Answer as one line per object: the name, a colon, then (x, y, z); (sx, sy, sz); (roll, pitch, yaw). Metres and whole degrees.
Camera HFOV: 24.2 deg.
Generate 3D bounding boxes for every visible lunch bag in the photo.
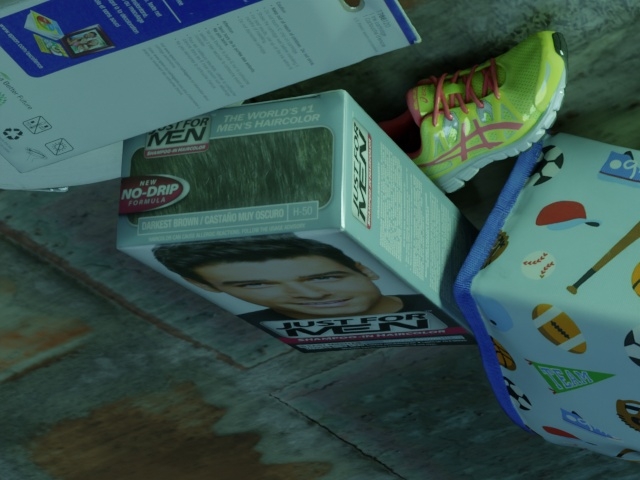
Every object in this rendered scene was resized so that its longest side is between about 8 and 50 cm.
lunch bag: (0.335, 0.101, 1.344); (0.328, 0.239, 0.385); (14, 148, 30)

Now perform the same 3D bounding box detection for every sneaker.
sneaker: (0.120, -0.109, 1.236); (0.094, 0.081, 0.208); (21, 139, -28)

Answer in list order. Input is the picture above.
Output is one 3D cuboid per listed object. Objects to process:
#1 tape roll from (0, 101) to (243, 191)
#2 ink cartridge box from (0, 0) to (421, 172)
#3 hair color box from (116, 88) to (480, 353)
tape roll: (-0.229, -0.178, 1.113); (0.392, 0.072, 0.392); (-3, 146, -2)
ink cartridge box: (-0.113, -0.155, 1.039); (0.332, 0.065, 0.165); (-15, 144, 18)
hair color box: (0.000, 0.000, 1.251); (0.185, 0.114, 0.374); (-5, 162, 21)
